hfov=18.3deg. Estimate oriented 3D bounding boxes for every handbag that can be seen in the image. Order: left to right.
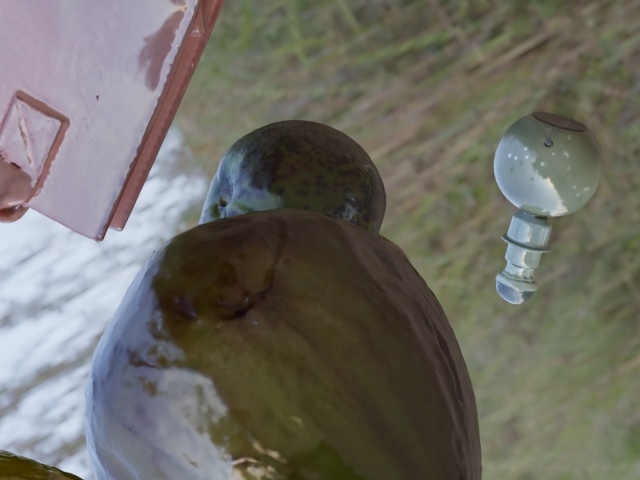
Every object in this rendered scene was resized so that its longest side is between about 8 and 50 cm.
[{"bbox_3d":[-0.165,-0.106,0.935,0.212,0.157,0.059,27,-166,5],"label":"handbag"}]

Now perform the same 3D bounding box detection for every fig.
[{"bbox_3d":[0.018,0.135,1.038,0.321,0.217,0.217,44,-173,27],"label":"fig"}]

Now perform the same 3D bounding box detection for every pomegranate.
[{"bbox_3d":[-0.007,0.002,1.295,0.163,0.138,0.125,47,-150,9],"label":"pomegranate"}]

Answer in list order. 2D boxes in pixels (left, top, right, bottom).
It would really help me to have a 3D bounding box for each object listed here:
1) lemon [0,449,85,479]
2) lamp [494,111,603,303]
[{"bbox_3d":[-0.120,0.169,0.651,0.192,0.192,0.231,32,-146,-60],"label":"lemon"},{"bbox_3d":[0.182,-0.024,1.674,0.091,0.091,0.163,-54,-24,-73],"label":"lamp"}]
